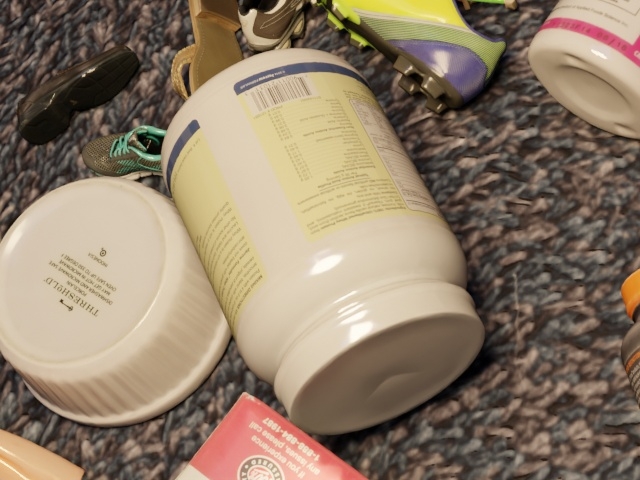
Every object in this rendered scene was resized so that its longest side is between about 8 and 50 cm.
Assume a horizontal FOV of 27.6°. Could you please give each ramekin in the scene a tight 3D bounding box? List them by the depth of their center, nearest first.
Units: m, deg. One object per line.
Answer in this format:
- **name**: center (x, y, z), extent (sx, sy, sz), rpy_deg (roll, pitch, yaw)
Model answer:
- **ramekin**: center (-0.232, 0.054, 1.397), extent (0.272, 0.127, 0.273), rpy_deg (-8, 64, 16)

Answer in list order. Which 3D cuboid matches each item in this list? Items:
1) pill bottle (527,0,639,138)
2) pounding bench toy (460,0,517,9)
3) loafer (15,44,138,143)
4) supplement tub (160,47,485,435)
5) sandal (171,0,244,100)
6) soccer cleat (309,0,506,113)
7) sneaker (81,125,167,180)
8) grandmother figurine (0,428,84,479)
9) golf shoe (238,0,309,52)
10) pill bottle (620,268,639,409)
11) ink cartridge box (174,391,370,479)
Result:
- **pill bottle**: center (0.347, -0.257, 1.306), extent (0.160, 0.160, 0.283), rpy_deg (29, 79, 29)
- **pounding bench toy**: center (0.177, -0.284, 1.446), extent (0.065, 0.052, 0.083), rpy_deg (-18, 62, 12)
- **loafer**: center (-0.299, -0.189, 1.576), extent (0.170, 0.062, 0.061), rpy_deg (-32, 55, 3)
- **supplement tub**: center (0.000, 0.000, 1.273), extent (0.235, 0.235, 0.325), rpy_deg (-30, 60, 5)
- **sandal**: center (-0.136, -0.198, 1.525), extent (0.079, 0.088, 0.240), rpy_deg (-37, 45, 38)
- **soccer cleat**: center (0.080, -0.262, 1.433), extent (0.121, 0.093, 0.289), rpy_deg (-44, 73, -6)
- **sneaker**: center (-0.205, -0.107, 1.492), extent (0.166, 0.076, 0.065), rpy_deg (2, 66, 21)
- **grandmother figurine**: center (-0.388, 0.191, 1.307), extent (0.342, 0.208, 0.104), rpy_deg (36, 83, -7)
- **golf shoe**: center (-0.035, -0.311, 1.514), extent (0.077, 0.094, 0.198), rpy_deg (12, 69, 28)
- **pill bottle**: center (0.344, 0.135, 1.143), extent (0.130, 0.130, 0.246), rpy_deg (-21, 61, 10)
- **ink cartridge box**: center (-0.064, 0.375, 1.125), extent (0.279, 0.160, 0.385), rpy_deg (34, 76, 23)
